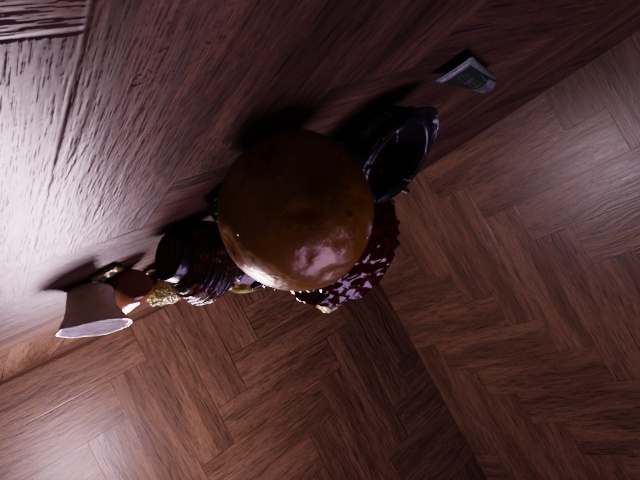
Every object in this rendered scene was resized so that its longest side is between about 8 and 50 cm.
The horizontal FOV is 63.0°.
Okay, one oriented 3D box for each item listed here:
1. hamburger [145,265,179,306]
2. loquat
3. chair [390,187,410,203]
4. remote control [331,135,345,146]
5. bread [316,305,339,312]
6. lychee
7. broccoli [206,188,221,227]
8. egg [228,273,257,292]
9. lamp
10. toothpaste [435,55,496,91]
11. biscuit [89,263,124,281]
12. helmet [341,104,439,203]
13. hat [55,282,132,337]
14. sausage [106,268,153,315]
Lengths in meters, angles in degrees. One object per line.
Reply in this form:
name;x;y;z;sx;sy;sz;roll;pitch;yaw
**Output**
hamburger;-0.516;0.143;1.847;0.262;0.138;0.243;-25;175;-32
loquat;-0.046;-0.057;1.042;0.328;0.328;0.328;-28;177;-2
chair;0.202;-0.259;1.992;0.270;0.147;0.136;18;158;-15
remote control;0.117;-0.234;1.413;0.285;0.038;0.123;-17;130;-33
bread;-0.007;0.078;2.354;0.279;0.390;0.371;-28;-164;-10
lychee;0.000;0.000;1.554;0.500;0.424;0.424;-32;178;-13
broccoli;-0.179;-0.091;1.296;0.194;0.194;0.219;-28;154;-3
egg;-0.278;0.061;1.753;0.238;0.238;0.289;-31;166;35
lamp;-0.319;0.061;1.428;0.247;0.247;0.247;-28;177;-2
toothpaste;0.400;-0.431;1.374;0.099;0.061;0.392;-30;174;31
biscuit;-0.589;0.090;1.445;0.081;0.018;0.083;-28;178;-6
helmet;0.153;-0.236;1.298;0.279;0.160;0.230;-48;147;-11
hat;-0.640;0.192;1.469;0.203;0.126;0.203;-11;163;-4
sausage;-0.636;0.185;1.639;0.304;0.121;0.121;-32;175;41
